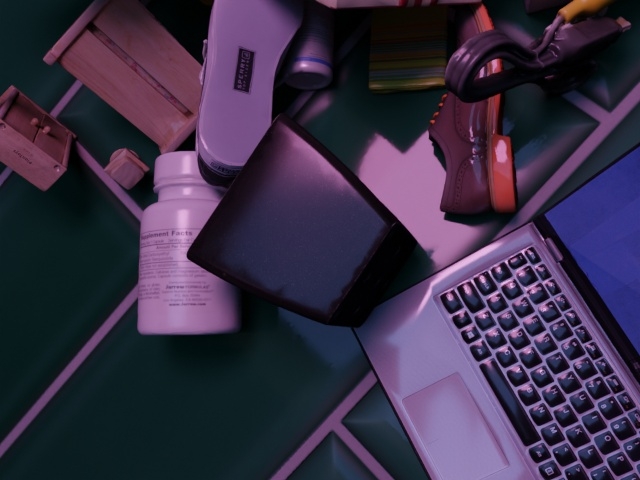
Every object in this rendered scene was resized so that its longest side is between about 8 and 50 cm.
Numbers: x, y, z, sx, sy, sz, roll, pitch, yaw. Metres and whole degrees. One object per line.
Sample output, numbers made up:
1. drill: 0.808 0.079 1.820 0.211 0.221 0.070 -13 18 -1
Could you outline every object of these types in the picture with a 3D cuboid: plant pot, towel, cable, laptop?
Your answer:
1. plant pot: 0.000 0.000 0.608 0.167 0.188 0.187 35 93 24
2. towel: 0.121 -0.314 0.716 0.102 0.021 0.236 2 82 14
3. cable: 0.225 -0.201 0.568 0.288 0.139 0.072 -24 65 -21
4. laptop: 0.261 0.149 0.491 0.408 0.236 0.381 -30 74 11

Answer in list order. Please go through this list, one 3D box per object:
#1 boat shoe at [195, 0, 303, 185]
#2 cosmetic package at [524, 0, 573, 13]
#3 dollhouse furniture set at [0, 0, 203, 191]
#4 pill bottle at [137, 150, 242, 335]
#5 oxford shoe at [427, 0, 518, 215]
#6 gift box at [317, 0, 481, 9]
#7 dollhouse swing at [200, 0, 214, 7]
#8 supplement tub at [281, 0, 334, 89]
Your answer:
1. boat shoe: -0.096 -0.214 0.670 0.113 0.105 0.305 9 74 -22
2. cosmetic package: 0.333 -0.411 0.587 0.225 0.138 0.223 -9 90 17
3. dollhouse furniture set: -0.316 -0.263 0.738 0.355 0.303 0.173 -44 35 5
4. pill bottle: -0.169 0.008 0.696 0.131 0.131 0.229 -4 81 16
5. oxford shoe: 0.173 -0.164 0.639 0.099 0.097 0.271 -7 80 23
6. gift box: 0.074 -0.394 0.536 0.276 0.255 0.258 39 136 35
7. dollhouse swing: -0.244 -0.464 0.647 0.305 0.347 0.315 37 115 22
8. supplement tub: -0.016 -0.268 0.723 0.071 0.071 0.107 1 82 17
